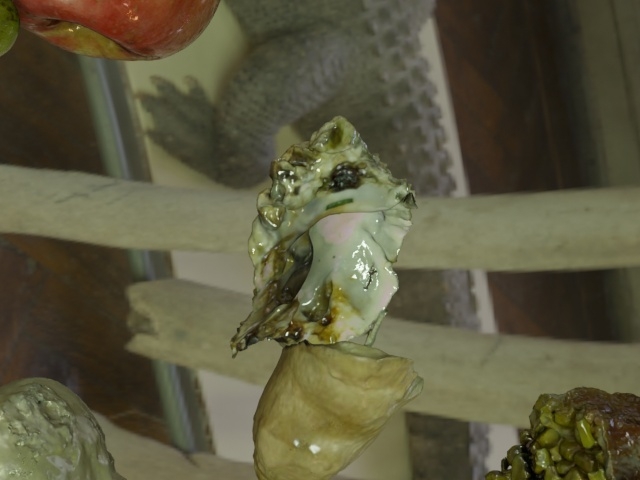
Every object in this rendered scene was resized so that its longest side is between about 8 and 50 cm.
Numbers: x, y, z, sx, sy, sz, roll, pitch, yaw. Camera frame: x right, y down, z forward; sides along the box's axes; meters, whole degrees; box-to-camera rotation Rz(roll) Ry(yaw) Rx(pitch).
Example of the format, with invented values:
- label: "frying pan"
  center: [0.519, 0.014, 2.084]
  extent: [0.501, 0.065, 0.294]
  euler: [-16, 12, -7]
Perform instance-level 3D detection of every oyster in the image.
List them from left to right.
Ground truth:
- label: "oyster"
  center: [0.001, -0.003, 1.228]
  extent: [0.201, 0.354, 0.107]
  euler: [-15, 56, -24]

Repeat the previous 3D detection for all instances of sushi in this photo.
- label: "sushi"
  center: [0.307, 0.260, 1.415]
  extent: [0.179, 0.296, 0.167]
  euler: [4, 117, -18]

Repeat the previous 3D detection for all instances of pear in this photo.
- label: "pear"
  center: [-0.444, -0.285, 1.592]
  extent: [0.131, 0.107, 0.107]
  euler: [-85, 156, -73]

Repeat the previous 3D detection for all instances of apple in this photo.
- label: "apple"
  center: [-0.302, -0.439, 1.788]
  extent: [0.364, 0.364, 0.364]
  euler: [9, 78, -49]

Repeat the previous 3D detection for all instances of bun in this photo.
- label: "bun"
  center: [-0.378, 0.341, 1.492]
  extent: [0.234, 0.362, 0.326]
  euler: [35, 62, 10]

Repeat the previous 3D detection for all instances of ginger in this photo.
- label: "ginger"
  center: [0.005, 0.140, 0.983]
  extent: [0.115, 0.193, 0.123]
  euler: [30, 67, 1]
